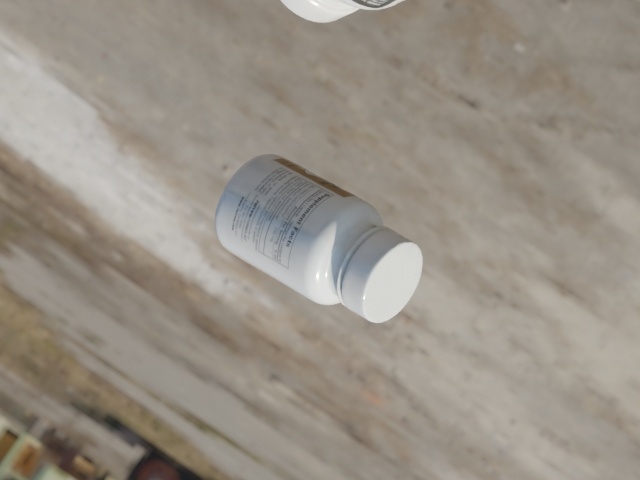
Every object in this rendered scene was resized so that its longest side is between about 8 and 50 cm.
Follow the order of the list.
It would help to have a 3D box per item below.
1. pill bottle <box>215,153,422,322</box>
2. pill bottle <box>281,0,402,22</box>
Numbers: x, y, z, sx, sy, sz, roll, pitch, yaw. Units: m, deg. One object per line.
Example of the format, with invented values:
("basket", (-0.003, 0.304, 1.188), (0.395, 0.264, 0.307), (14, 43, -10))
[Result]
("pill bottle", (0.000, 0.000, 1.934), (0.229, 0.131, 0.131), (30, 167, 34))
("pill bottle", (0.074, -0.320, 1.638), (0.162, 0.162, 0.278), (40, 144, -25))
